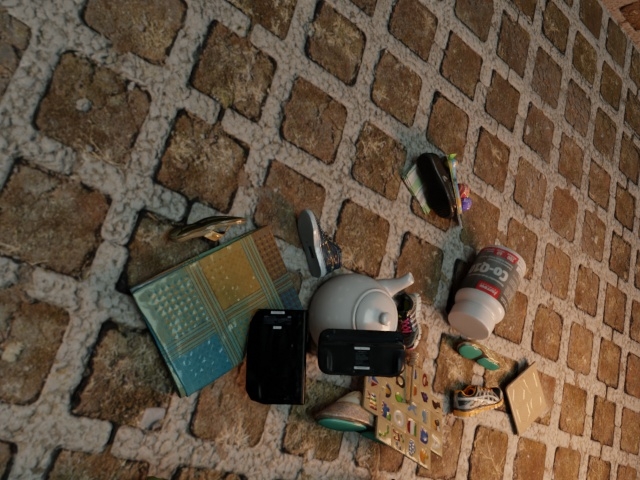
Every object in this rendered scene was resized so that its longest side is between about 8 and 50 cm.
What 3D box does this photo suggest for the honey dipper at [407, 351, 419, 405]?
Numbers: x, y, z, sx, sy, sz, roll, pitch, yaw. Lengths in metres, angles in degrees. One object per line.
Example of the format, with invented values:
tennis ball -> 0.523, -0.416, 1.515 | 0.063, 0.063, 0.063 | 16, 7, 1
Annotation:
honey dipper -> 0.261, 0.394, 1.513 | 0.030, 0.031, 0.160 | 41, 43, -27

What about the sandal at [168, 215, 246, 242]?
sandal -> -0.251, -0.020, 1.185 | 0.180, 0.072, 0.048 | -21, 114, -35

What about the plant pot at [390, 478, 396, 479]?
plant pot -> 0.205, 0.824, 1.331 | 0.280, 0.323, 0.323 | -41, 111, -14

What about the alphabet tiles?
alphabet tiles -> 0.235, 0.453, 1.470 | 0.343, 0.011, 0.285 | 39, 40, -27

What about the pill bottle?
pill bottle -> 0.529, 0.164, 1.692 | 0.161, 0.161, 0.283 | 50, 59, -23

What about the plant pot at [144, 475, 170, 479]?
plant pot -> -0.301, 0.600, 0.991 | 0.276, 0.276, 0.253 | 42, 51, -26

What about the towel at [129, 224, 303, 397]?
towel -> -0.216, 0.150, 1.214 | 0.370, 0.040, 0.271 | -29, 104, -37

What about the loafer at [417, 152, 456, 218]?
loafer -> 0.372, -0.174, 1.631 | 0.078, 0.080, 0.219 | -30, 105, -37

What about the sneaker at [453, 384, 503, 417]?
sneaker -> 0.506, 0.499, 1.697 | 0.215, 0.084, 0.083 | -7, 85, -36

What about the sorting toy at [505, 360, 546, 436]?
sorting toy -> 0.727, 0.560, 1.888 | 0.193, 0.038, 0.208 | -24, 105, -36

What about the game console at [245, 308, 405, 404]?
game console -> 0.013, 0.267, 1.206 | 0.362, 0.044, 0.213 | 2, 83, 0

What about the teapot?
teapot -> 0.104, 0.203, 1.354 | 0.253, 0.187, 0.255 | 6, 83, -36

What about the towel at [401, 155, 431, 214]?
towel -> 0.321, -0.172, 1.653 | 0.113, 0.023, 0.152 | -48, 113, -29

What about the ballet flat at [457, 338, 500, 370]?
ballet flat -> 0.511, 0.360, 1.732 | 0.206, 0.073, 0.067 | 36, 38, -32

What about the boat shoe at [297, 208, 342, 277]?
boat shoe -> 0.000, 0.000, 1.375 | 0.083, 0.065, 0.183 | -22, 106, -37

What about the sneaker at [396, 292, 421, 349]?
sneaker -> 0.248, 0.230, 1.539 | 0.075, 0.063, 0.170 | 17, 71, -35

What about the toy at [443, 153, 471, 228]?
toy -> 0.443, -0.162, 1.683 | 0.137, 0.056, 0.237 | -21, 96, -74

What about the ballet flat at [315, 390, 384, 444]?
ballet flat -> 0.107, 0.461, 1.402 | 0.316, 0.108, 0.106 | 32, 48, -36
